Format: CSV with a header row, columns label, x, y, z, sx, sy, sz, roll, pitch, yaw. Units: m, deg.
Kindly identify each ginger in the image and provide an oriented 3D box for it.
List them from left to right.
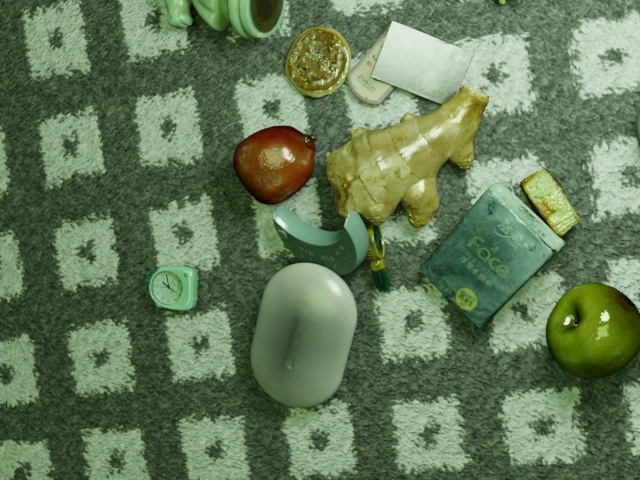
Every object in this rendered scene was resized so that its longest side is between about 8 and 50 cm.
label,x,y,z,sx,sy,sz,roll,pitch,yaw
ginger,0.197,-0.161,1.898,0.376,0.166,0.236,-24,71,20

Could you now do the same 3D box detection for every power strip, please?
label,x,y,z,sx,sy,sz,roll,pitch,yaw
power strip,0.000,0.000,1.951,0.253,0.054,0.167,4,130,42

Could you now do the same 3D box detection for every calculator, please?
label,x,y,z,sx,sy,sz,roll,pitch,yaw
calculator,0.137,-0.374,1.970,0.100,0.032,0.175,43,100,8

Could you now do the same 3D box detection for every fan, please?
label,x,y,z,sx,sy,sz,roll,pitch,yaw
fan,0.118,0.038,1.971,0.039,0.082,0.155,-12,100,18

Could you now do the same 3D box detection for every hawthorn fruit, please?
label,x,y,z,sx,sy,sz,roll,pitch,yaw
hawthorn fruit,-0.088,-0.171,1.960,0.188,0.169,0.169,-28,86,24

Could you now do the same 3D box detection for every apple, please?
label,x,y,z,sx,sy,sz,roll,pitch,yaw
apple,0.549,0.181,1.820,0.157,0.196,0.196,30,100,-20

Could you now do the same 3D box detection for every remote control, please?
label,x,y,z,sx,sy,sz,roll,pitch,yaw
remote control,-0.039,0.208,1.985,0.221,0.103,0.332,19,105,19

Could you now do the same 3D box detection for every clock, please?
label,x,y,z,sx,sy,sz,roll,pitch,yaw
clock,-0.350,0.106,2.098,0.135,0.041,0.101,5,94,14

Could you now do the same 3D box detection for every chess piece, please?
label,x,y,z,sx,sy,sz,roll,pitch,yaw
chess piece,-0.239,-0.544,2.006,0.298,0.176,0.175,16,96,25

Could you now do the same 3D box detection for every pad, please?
label,x,y,z,sx,sy,sz,roll,pitch,yaw
pad,0.216,-0.373,1.940,0.190,0.004,0.127,21,97,-4

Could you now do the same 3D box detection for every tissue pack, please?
label,x,y,z,sx,sy,sz,roll,pitch,yaw
tissue pack,0.346,0.031,1.865,0.185,0.081,0.257,44,128,10

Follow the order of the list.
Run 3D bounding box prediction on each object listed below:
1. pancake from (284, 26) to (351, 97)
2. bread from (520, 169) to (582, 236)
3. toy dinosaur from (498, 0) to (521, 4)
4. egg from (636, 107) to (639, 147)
label,x,y,z,sx,sy,sz,roll,pitch,yaw
pancake,-0.006,-0.392,2.005,0.158,0.028,0.158,0,89,14
bread,0.468,-0.076,1.854,0.069,0.128,0.140,-31,90,9
toy dinosaur,0.437,-0.607,1.868,0.153,0.094,0.259,6,85,9
egg,0.700,-0.205,1.786,0.147,0.146,0.198,-18,95,13
